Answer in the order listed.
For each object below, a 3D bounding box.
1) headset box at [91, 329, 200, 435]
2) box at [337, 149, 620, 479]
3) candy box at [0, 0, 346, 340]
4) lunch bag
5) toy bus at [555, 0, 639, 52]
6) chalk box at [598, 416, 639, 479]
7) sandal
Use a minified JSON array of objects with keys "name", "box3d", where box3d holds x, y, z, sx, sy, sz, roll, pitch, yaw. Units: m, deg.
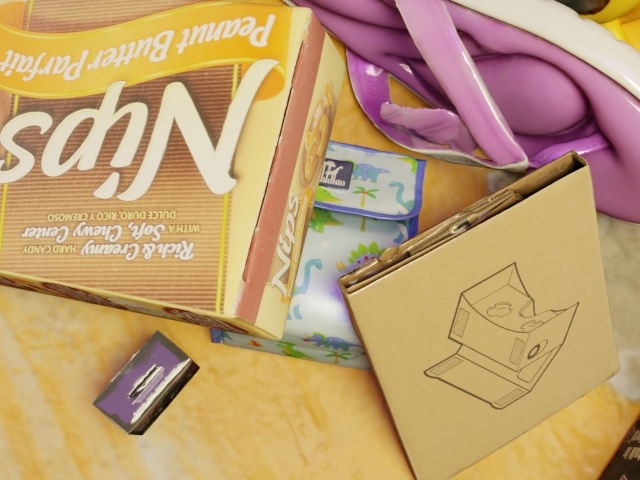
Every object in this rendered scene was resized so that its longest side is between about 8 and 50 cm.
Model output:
[{"name":"headset box","box3d":[-0.112,0.094,0.678,0.032,0.083,0.062,40,79,4]},{"name":"box","box3d":[0.110,0.058,0.658,0.164,0.201,0.021,-29,41,-8]},{"name":"candy box","box3d":[-0.159,-0.059,0.651,0.316,0.087,0.183,10,79,18]},{"name":"lunch bag","box3d":[0.000,0.000,0.701,0.129,0.096,0.151,11,67,1]},{"name":"toy bus","box3d":[0.221,-0.135,0.678,0.149,0.220,0.211,-34,90,-14]},{"name":"chalk box","box3d":[0.284,0.181,0.641,0.179,0.180,0.289,34,81,3]},{"name":"sandal","box3d":[0.064,-0.113,0.689,0.416,0.169,0.102,36,74,16]}]
